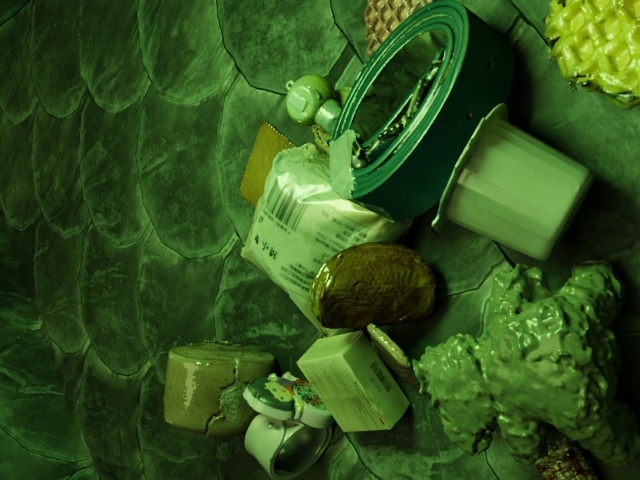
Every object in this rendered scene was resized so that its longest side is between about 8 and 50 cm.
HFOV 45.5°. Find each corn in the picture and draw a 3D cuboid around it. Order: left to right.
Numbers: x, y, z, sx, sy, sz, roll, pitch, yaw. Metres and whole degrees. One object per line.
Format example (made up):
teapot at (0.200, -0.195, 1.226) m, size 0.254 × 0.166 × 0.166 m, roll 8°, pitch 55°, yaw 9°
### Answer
corn at (0.412, 0.364, 1.415) m, size 0.098 × 0.098 × 0.290 m, roll -53°, pitch 56°, yaw 36°

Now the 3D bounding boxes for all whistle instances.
whistle at (0.011, -0.297, 1.731) m, size 0.223 × 0.123 × 0.123 m, roll 38°, pitch 122°, yaw 13°

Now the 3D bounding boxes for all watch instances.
watch at (-0.098, 0.460, 1.881) m, size 0.196 × 0.244 × 0.231 m, roll 41°, pitch 114°, yaw 38°

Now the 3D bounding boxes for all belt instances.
belt at (0.188, -0.250, 1.508) m, size 0.436 × 0.173 × 0.300 m, roll -53°, pitch 36°, yaw 15°

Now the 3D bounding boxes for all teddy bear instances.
teddy bear at (0.348, 0.222, 1.341) m, size 0.367 × 0.224 × 0.357 m, roll -10°, pitch 83°, yaw 36°

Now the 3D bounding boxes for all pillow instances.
pillow at (0.159, 0.251, 1.637) m, size 0.034 × 0.211 × 0.135 m, roll -40°, pitch 64°, yaw -7°

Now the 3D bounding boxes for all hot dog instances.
hot dog at (0.105, 0.106, 1.618) m, size 0.122 × 0.272 × 0.196 m, roll -112°, pitch 19°, yaw -58°

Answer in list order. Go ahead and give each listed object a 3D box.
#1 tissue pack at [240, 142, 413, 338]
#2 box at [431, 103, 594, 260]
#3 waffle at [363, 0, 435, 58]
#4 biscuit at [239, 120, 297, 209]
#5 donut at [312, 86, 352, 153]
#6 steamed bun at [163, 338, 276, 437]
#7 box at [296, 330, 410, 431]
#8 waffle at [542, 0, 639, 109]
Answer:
tissue pack at (0.000, 0.000, 1.775) m, size 0.375 × 0.195 × 0.390 m, roll 40°, pitch 121°, yaw 26°
box at (0.362, -0.092, 1.369) m, size 0.206 × 0.291 × 0.262 m, roll 32°, pitch 131°, yaw 18°
waffle at (0.171, -0.489, 1.655) m, size 0.221 × 0.055 × 0.234 m, roll 16°, pitch 105°, yaw 47°
biscuit at (-0.128, -0.172, 2.043) m, size 0.232 × 0.013 × 0.237 m, roll 43°, pitch 124°, yaw 37°
donut at (0.044, -0.279, 1.802) m, size 0.174 × 0.068 × 0.175 m, roll 3°, pitch 94°, yaw 47°
steamed bun at (-0.252, 0.393, 1.998) m, size 0.199 × 0.301 × 0.252 m, roll 177°, pitch 97°, yaw -68°
box at (0.074, 0.321, 1.724) m, size 0.168 × 0.095 × 0.212 m, roll -18°, pitch 109°, yaw 50°
waffle at (0.507, -0.408, 1.211) m, size 0.380 × 0.095 × 0.382 m, roll 49°, pitch 128°, yaw 56°
